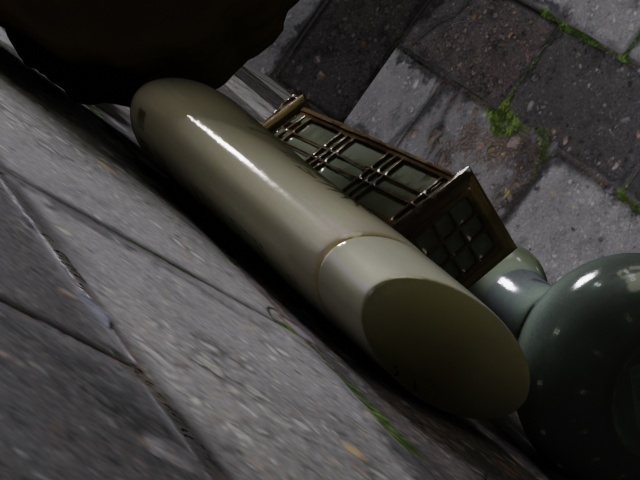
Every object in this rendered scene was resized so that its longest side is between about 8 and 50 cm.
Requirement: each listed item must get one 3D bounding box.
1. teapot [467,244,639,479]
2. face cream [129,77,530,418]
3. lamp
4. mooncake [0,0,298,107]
[{"bbox_3d":[0.193,0.081,1.333,0.183,0.183,0.251,32,-3,-32],"label":"teapot"},{"bbox_3d":[0.000,0.000,1.243,0.348,0.081,0.173,40,3,42],"label":"face cream"},{"bbox_3d":[0.036,-0.041,1.439,0.089,0.090,0.325,57,-14,-28],"label":"lamp"},{"bbox_3d":[-0.149,-0.276,1.385,0.324,0.324,0.187,36,-11,10],"label":"mooncake"}]
